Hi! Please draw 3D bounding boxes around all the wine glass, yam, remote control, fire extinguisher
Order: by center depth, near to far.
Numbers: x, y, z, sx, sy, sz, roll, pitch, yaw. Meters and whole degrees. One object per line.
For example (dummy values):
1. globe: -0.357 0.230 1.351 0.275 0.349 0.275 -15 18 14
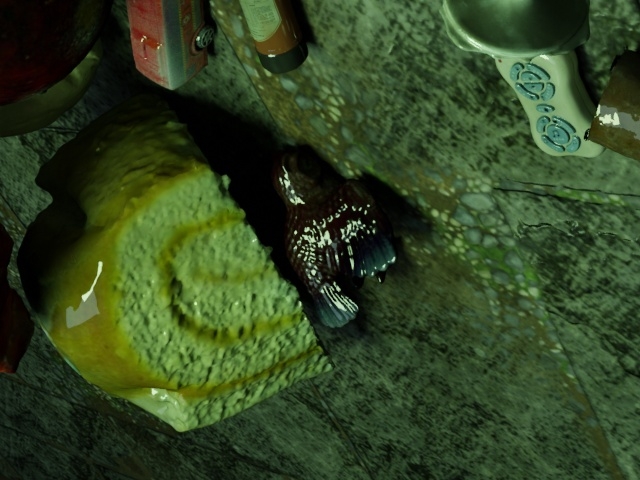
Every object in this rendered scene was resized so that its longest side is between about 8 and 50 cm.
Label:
1. wine glass: 0.148 -0.230 0.938 0.156 0.156 0.232 32 157 14
2. yam: 0.275 -0.087 1.064 0.127 0.084 0.084 27 151 14
3. remote control: 0.195 -0.120 1.158 0.074 0.032 0.122 6 137 48
4. fire extinguisher: -0.054 -0.235 1.272 0.062 0.050 0.177 41 160 41

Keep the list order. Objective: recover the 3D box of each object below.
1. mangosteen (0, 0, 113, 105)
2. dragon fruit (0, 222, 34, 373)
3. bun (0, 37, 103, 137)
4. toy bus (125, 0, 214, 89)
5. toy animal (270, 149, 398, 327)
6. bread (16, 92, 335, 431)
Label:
1. mangosteen: -0.334 -0.273 1.284 0.311 0.311 0.311 30 151 18
2. dragon fruit: -0.356 0.011 1.424 0.228 0.286 0.329 8 161 20
3. bun: -0.342 -0.219 1.489 0.116 0.210 0.237 108 151 -48
4. toy bus: -0.154 -0.233 1.371 0.065 0.077 0.192 32 151 20
5. toy animal: -0.004 -0.007 1.483 0.179 0.116 0.218 47 158 -16
6. bread: -0.178 0.063 1.579 0.239 0.264 0.395 43 165 50
